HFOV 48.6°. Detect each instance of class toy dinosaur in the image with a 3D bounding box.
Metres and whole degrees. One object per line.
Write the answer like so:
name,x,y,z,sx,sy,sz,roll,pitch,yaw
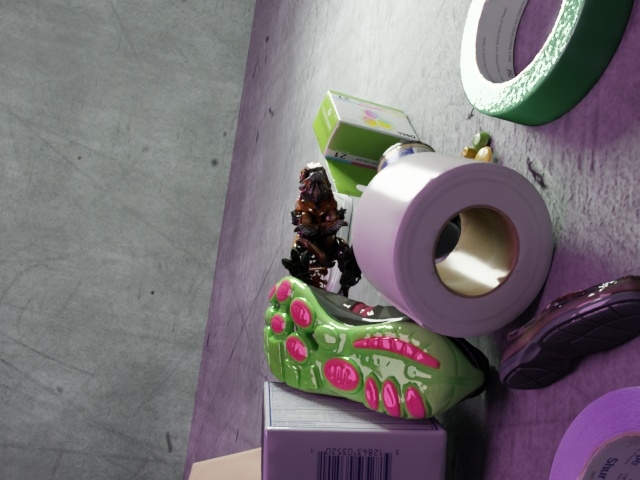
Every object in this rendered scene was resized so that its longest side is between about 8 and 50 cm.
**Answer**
toy dinosaur,0.006,0.013,1.441,0.218,0.164,0.322,-111,-3,-62

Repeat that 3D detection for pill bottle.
pill bottle,0.179,-0.073,1.275,0.219,0.122,0.123,-100,28,-48

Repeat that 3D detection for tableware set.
tableware set,0.267,-0.107,1.199,0.104,0.024,0.154,126,150,-45

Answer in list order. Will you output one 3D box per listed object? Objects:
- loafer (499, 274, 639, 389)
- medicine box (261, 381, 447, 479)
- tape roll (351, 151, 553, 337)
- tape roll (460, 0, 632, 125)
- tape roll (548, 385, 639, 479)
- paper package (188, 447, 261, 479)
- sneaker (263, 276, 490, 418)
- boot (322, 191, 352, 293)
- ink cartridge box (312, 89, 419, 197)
loafer,0.302,0.101,0.879,0.267,0.096,0.084,123,157,-52
medicine box,0.037,0.331,1.138,0.289,0.263,0.149,-157,69,-85
tape roll,0.186,0.000,1.027,0.169,0.246,0.246,-147,69,-69
tape roll,0.327,-0.338,1.067,0.321,0.077,0.322,-169,90,-72
tape roll,0.337,0.282,0.676,0.275,0.090,0.275,-170,90,-71
paper package,-0.178,0.653,1.568,0.309,0.168,0.325,-22,39,34
sneaker,0.071,0.183,1.193,0.482,0.202,0.185,18,95,48
boot,0.000,0.000,1.747,0.095,0.123,0.259,150,128,-66
ink cartridge box,0.106,-0.186,1.450,0.255,0.188,0.097,-107,35,-50
